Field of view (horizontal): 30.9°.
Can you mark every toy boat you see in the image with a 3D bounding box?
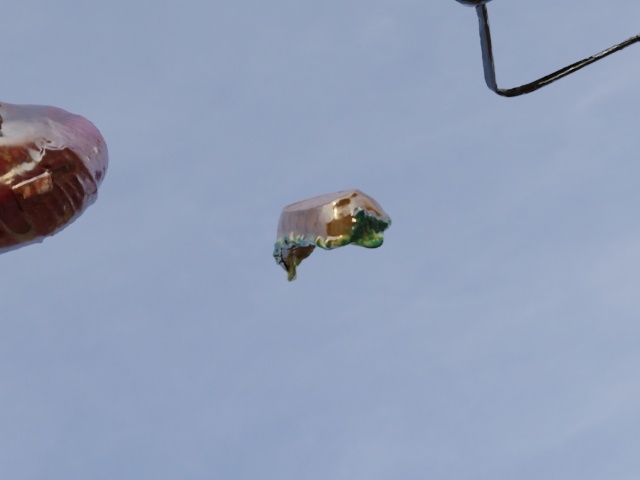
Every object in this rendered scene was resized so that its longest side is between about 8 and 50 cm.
[{"bbox_3d":[-0.005,-0.010,1.523,0.108,0.293,0.099,-23,-90,-25],"label":"toy boat"}]

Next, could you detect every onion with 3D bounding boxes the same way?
[{"bbox_3d":[-0.345,-0.086,1.247,0.230,0.230,0.163,-15,-68,-8],"label":"onion"}]

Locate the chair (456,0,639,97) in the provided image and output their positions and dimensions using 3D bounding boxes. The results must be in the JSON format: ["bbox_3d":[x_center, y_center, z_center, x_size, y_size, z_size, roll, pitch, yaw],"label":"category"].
[{"bbox_3d":[0.126,-0.213,0.704,0.145,0.140,0.221,-22,-27,16],"label":"chair"}]
